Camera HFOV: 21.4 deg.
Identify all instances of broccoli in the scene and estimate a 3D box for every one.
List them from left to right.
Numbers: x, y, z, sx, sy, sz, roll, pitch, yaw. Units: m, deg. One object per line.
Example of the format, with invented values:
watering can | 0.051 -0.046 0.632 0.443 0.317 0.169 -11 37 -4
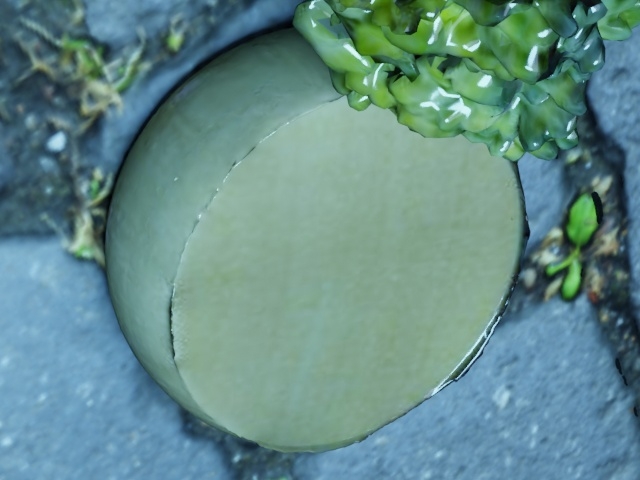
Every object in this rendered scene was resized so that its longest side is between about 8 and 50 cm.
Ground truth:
broccoli | 0.090 -0.205 0.811 0.272 0.334 0.324 -26 110 23

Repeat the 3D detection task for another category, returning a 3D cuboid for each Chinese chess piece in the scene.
Chinese chess piece | 0.000 0.000 0.974 0.249 0.103 0.250 -15 123 -25
